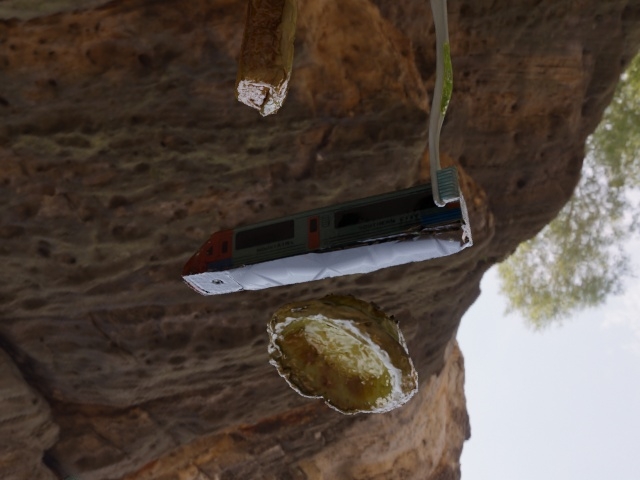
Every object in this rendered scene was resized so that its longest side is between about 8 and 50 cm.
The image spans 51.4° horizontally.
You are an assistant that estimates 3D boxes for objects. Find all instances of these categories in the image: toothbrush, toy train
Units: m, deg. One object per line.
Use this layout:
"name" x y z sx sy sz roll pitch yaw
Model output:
"toothbrush" 0.107 -0.153 0.608 0.026 0.022 0.263 -14 -115 33
"toy train" 0.000 0.000 0.926 0.409 0.086 0.089 -11 -118 19

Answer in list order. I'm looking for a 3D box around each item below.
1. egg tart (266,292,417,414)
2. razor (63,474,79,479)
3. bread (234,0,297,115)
"egg tart" 0.030 0.135 0.839 0.212 0.213 0.090 11 -131 21
"razor" -0.352 0.332 0.646 0.277 0.111 0.056 -29 -120 -34
"bread" -0.050 -0.193 0.649 0.053 0.074 0.132 8 -108 -9
